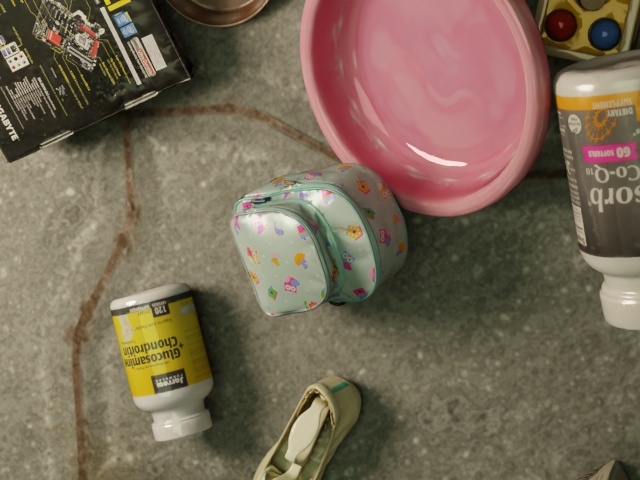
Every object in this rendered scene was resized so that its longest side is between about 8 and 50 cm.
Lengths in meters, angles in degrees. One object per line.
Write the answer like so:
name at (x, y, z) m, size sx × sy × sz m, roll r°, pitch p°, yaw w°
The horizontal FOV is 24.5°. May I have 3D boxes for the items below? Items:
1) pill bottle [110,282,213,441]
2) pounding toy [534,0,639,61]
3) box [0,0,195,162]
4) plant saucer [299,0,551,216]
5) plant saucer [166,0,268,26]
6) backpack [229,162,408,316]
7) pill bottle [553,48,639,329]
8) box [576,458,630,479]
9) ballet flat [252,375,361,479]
pill bottle at (-0.192, 0.151, 1.832) m, size 0.103 × 0.103 × 0.184 m, roll -14°, pitch 92°, yaw 18°
pounding toy at (0.291, -0.270, 1.636) m, size 0.130 × 0.100 × 0.141 m, roll 14°, pitch 100°, yaw 15°
box at (-0.336, -0.288, 1.774) m, size 0.257 × 0.079 × 0.322 m, roll -25°, pitch 106°, yaw 6°
plant saucer at (0.124, -0.193, 1.650) m, size 0.332 × 0.084 × 0.332 m, roll 21°, pitch 124°, yaw 34°
plant saucer at (-0.125, -0.343, 1.782) m, size 0.168 × 0.029 × 0.168 m, roll 5°, pitch 110°, yaw 14°
backpack at (0.000, 0.000, 1.710) m, size 0.188 × 0.144 × 0.166 m, roll -13°, pitch 102°, yaw 33°
pill bottle at (0.345, -0.056, 1.559) m, size 0.162 × 0.162 × 0.278 m, roll -8°, pitch 103°, yaw 18°
box at (0.247, 0.367, 1.715) m, size 0.275 × 0.113 × 0.094 m, roll -33°, pitch 85°, yaw 17°
ballet flat at (-0.034, 0.275, 1.808) m, size 0.086 × 0.086 × 0.248 m, roll 29°, pitch 104°, yaw 12°
